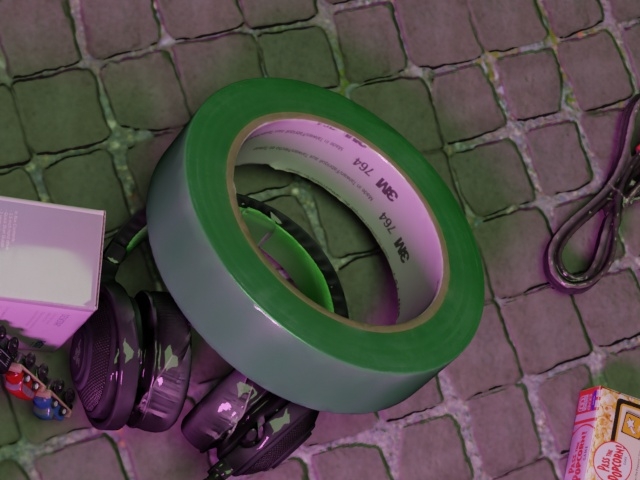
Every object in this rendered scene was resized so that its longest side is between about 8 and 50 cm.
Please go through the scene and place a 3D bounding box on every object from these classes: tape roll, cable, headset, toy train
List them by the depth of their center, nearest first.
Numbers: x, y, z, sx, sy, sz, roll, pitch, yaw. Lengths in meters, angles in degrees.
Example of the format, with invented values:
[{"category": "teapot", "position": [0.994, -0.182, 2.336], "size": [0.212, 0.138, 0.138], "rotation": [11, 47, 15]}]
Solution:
[{"category": "toy train", "position": [-0.253, 0.117, 1.310], "size": [0.027, 0.158, 0.036], "rotation": [8, 64, 25]}, {"category": "headset", "position": [-0.100, 0.120, 1.335], "size": [0.243, 0.185, 0.394], "rotation": [25, 58, -12]}, {"category": "tape roll", "position": [0.000, 0.000, 1.391], "size": [0.321, 0.077, 0.321], "rotation": [22, 44, -23]}, {"category": "cable", "position": [0.330, -0.067, 1.606], "size": [0.287, 0.072, 0.139], "rotation": [-35, 85, -24]}]

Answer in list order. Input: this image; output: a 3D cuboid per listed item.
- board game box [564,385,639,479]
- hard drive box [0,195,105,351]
[{"category": "board game box", "position": [0.342, 0.245, 1.543], "size": [0.193, 0.045, 0.147], "rotation": [20, 70, -15]}, {"category": "hard drive box", "position": [-0.314, 0.024, 1.284], "size": [0.232, 0.181, 0.089], "rotation": [9, 72, -19]}]
